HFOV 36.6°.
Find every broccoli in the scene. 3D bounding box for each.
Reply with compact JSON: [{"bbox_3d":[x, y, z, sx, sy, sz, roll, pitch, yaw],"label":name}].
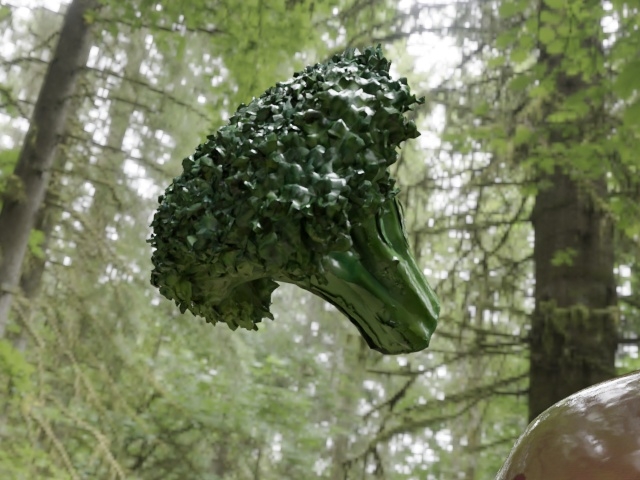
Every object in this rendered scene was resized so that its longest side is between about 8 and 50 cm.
[{"bbox_3d":[0.000,0.000,0.597,0.220,0.194,0.194,-30,-43,26],"label":"broccoli"}]

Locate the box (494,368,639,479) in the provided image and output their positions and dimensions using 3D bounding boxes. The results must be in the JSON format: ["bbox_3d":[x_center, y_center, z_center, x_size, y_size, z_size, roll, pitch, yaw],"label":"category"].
[{"bbox_3d":[0.262,0.102,0.413,0.404,0.108,0.263,-21,4,29],"label":"box"}]
